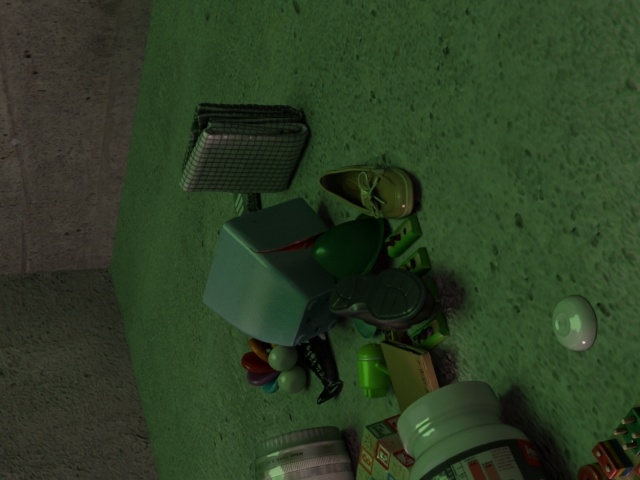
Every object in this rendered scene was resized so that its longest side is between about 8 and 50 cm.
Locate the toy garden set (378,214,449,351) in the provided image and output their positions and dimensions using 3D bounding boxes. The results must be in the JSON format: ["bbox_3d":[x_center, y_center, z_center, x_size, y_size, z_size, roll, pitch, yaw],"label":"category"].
[{"bbox_3d":[0.152,0.105,1.756,0.204,0.049,0.244,130,131,-57],"label":"toy garden set"}]

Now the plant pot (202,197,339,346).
[{"bbox_3d":[-0.077,0.094,2.034,0.252,0.247,0.247,42,131,28],"label":"plant pot"}]

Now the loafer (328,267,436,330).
[{"bbox_3d":[0.129,0.117,1.681,0.302,0.095,0.109,-2,60,60],"label":"loafer"}]

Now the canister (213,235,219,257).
[{"bbox_3d":[-0.247,0.074,2.613,0.170,0.073,0.126,-118,34,-40],"label":"canister"}]

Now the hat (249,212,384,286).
[{"bbox_3d":[0.000,0.000,1.838,0.209,0.183,0.173,-59,26,14],"label":"hat"}]

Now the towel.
[{"bbox_3d":[-0.194,-0.222,2.199,0.235,0.283,0.121,119,141,-49],"label":"towel"}]

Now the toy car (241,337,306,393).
[{"bbox_3d":[-0.128,0.310,2.267,0.159,0.136,0.182,44,158,55],"label":"toy car"}]

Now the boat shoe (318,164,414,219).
[{"bbox_3d":[0.092,-0.098,1.811,0.285,0.089,0.105,-163,72,-64],"label":"boat shoe"}]

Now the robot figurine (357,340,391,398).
[{"bbox_3d":[0.110,0.264,1.851,0.101,0.067,0.115,167,99,-74],"label":"robot figurine"}]

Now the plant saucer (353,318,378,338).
[{"bbox_3d":[0.102,0.148,1.908,0.119,0.021,0.119,177,90,-65],"label":"plant saucer"}]

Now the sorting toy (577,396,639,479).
[{"bbox_3d":[0.424,0.290,1.182,0.132,0.046,0.275,-116,33,-40],"label":"sorting toy"}]

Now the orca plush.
[{"bbox_3d":[-0.048,0.257,2.158,0.151,0.102,0.287,122,138,-53],"label":"orca plush"}]

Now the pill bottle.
[{"bbox_3d":[0.257,0.411,1.371,0.210,0.210,0.363,113,144,-45],"label":"pill bottle"}]

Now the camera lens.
[{"bbox_3d":[-0.024,0.573,2.007,0.219,0.219,0.274,131,131,-57],"label":"camera lens"}]

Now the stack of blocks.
[{"bbox_3d":[0.146,0.499,1.675,0.171,0.087,0.297,38,131,46],"label":"stack of blocks"}]

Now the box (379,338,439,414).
[{"bbox_3d":[0.181,0.290,1.686,0.164,0.021,0.201,7,116,67],"label":"box"}]

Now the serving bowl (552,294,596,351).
[{"bbox_3d":[0.364,0.121,1.315,0.083,0.027,0.083,177,90,-67],"label":"serving bowl"}]

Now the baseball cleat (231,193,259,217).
[{"bbox_3d":[-0.201,-0.116,2.488,0.109,0.072,0.206,-60,44,41],"label":"baseball cleat"}]
